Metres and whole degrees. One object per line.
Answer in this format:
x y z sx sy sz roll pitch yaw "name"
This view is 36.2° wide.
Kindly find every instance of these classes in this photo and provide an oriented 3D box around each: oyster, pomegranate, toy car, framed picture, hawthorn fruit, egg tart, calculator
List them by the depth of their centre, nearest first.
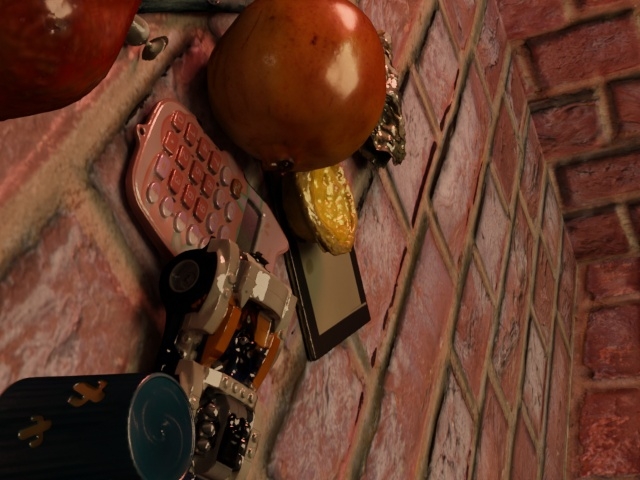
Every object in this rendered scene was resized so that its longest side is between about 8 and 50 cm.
-0.274 -0.255 0.852 0.330 0.287 0.287 -72 146 -70 "hawthorn fruit"
-0.119 0.157 1.147 0.193 0.118 0.301 45 51 -50 "toy car"
-0.149 -0.033 1.272 0.330 0.048 0.220 55 35 -39 "calculator"
-0.035 -0.215 1.364 0.264 0.264 0.264 37 48 -56 "pomegranate"
-0.007 -0.064 1.519 0.191 0.074 0.191 38 47 -55 "egg tart"
0.000 0.000 1.618 0.265 0.016 0.347 -26 105 -65 "framed picture"
0.109 -0.270 1.853 0.198 0.112 0.268 -23 99 -65 "oyster"

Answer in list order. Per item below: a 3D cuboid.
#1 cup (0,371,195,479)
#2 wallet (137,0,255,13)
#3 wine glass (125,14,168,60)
-0.211 0.201 0.902 0.131 0.155 0.177 51 35 -46 "cup"
-0.159 -0.402 1.334 0.379 0.046 0.191 -30 127 -65 "wallet"
-0.225 -0.258 1.193 0.083 0.042 0.039 45 35 -46 "wine glass"
